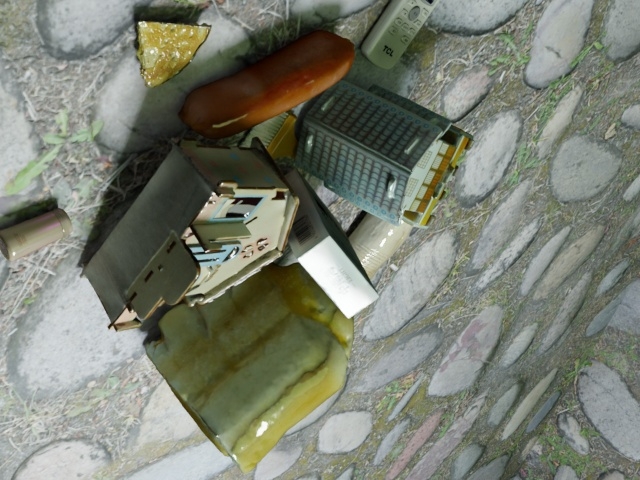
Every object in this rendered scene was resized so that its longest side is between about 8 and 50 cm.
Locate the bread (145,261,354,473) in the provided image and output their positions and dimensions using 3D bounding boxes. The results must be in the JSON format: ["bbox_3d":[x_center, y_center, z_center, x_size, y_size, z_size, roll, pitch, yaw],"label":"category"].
[{"bbox_3d":[-0.099,0.189,1.583,0.341,0.300,0.210,-44,154,-10],"label":"bread"}]

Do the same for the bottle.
[{"bbox_3d":[-0.390,-0.009,1.253,0.096,0.045,0.045,-28,143,-30],"label":"bottle"}]

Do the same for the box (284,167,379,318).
[{"bbox_3d":[0.000,0.000,1.493,0.067,0.243,0.155,-34,121,5],"label":"box"}]

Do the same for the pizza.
[{"bbox_3d":[-0.207,-0.265,1.210,0.123,0.026,0.108,-45,145,0],"label":"pizza"}]

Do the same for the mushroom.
[{"bbox_3d":[0.122,-0.030,1.794,0.123,0.095,0.351,16,111,-36],"label":"mushroom"}]

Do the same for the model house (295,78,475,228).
[{"bbox_3d":[0.110,-0.141,1.524,0.215,0.224,0.198,6,113,-57],"label":"model house"}]

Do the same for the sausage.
[{"bbox_3d":[-0.073,-0.226,1.353,0.300,0.089,0.083,-31,151,-24],"label":"sausage"}]

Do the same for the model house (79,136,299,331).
[{"bbox_3d":[-0.164,-0.002,1.360,0.244,0.169,0.326,-10,148,-53],"label":"model house"}]

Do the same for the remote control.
[{"bbox_3d":[0.140,-0.370,1.503,0.190,0.029,0.087,-54,147,11],"label":"remote control"}]

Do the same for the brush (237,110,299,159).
[{"bbox_3d":[-0.036,-0.151,1.549,0.103,0.013,0.272,-54,148,11],"label":"brush"}]
